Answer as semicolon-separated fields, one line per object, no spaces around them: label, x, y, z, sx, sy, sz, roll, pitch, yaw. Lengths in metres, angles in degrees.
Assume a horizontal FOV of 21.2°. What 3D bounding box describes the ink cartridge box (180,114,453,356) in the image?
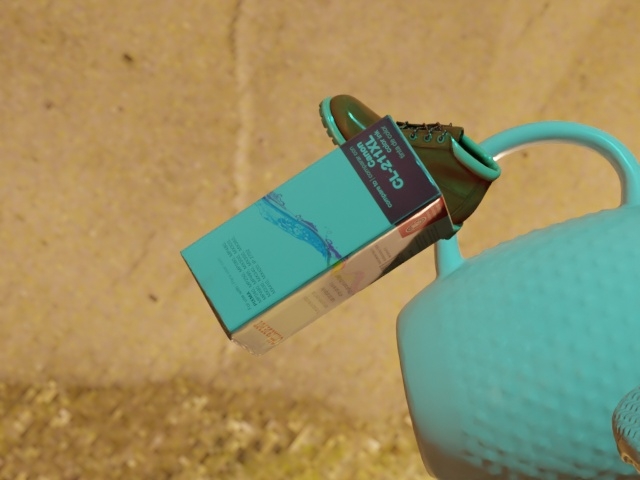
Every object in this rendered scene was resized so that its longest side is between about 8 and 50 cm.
ink cartridge box;0.000;0.000;1.210;0.175;0.072;0.127;-33;167;1

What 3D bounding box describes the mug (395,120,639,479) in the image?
mug;0.239;0.070;1.647;0.328;0.374;0.276;-13;179;8

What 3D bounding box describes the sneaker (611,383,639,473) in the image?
sneaker;0.257;0.170;0.865;0.101;0.268;0.153;-31;123;-25

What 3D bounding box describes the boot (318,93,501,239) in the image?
boot;0.075;-0.081;1.411;0.084;0.158;0.059;-48;-172;31
